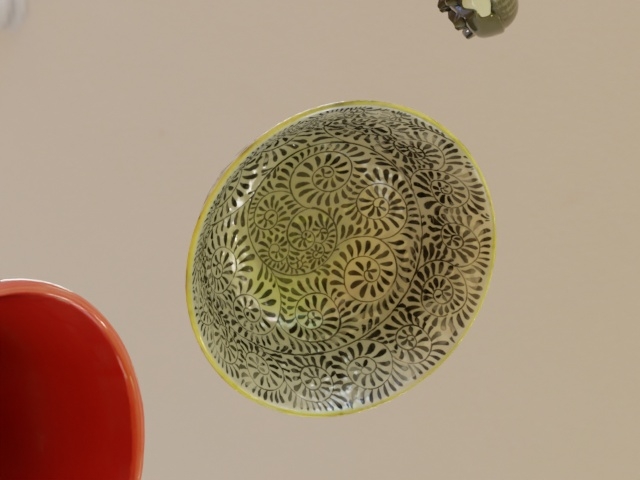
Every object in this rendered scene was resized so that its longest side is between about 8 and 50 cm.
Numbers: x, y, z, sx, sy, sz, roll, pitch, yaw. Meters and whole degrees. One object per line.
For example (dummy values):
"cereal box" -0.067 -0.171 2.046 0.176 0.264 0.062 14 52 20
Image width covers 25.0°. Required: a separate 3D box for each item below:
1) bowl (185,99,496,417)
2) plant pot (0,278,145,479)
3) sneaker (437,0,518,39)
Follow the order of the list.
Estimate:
"bowl" 0.000 0.000 0.762 0.080 0.170 0.170 -138 -128 -61
"plant pot" -0.298 0.148 0.989 0.243 0.275 0.274 6 -78 35
"sneaker" 0.071 -0.192 0.611 0.078 0.106 0.234 -119 -174 -51
